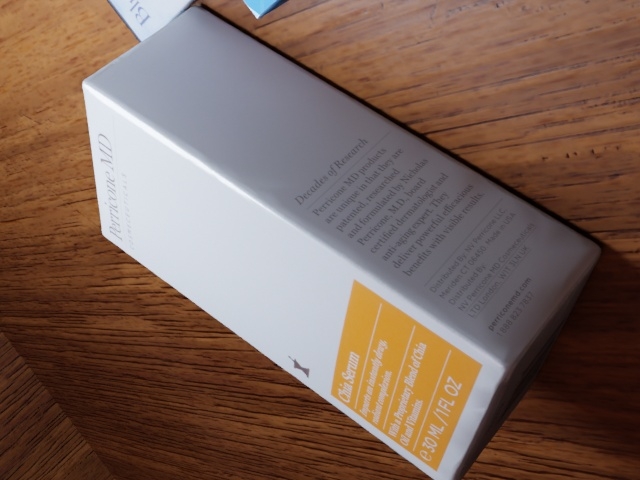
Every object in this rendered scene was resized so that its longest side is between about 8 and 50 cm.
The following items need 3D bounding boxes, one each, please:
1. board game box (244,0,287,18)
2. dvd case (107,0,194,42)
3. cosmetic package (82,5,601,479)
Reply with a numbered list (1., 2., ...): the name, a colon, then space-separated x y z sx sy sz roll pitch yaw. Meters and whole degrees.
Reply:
1. board game box: -0.037 -0.347 0.626 0.308 0.086 0.302 52 147 -10
2. dvd case: -0.167 -0.302 0.885 0.180 0.022 0.253 52 147 -10
3. cosmetic package: 0.000 0.000 0.899 0.453 0.161 0.230 34 146 20
